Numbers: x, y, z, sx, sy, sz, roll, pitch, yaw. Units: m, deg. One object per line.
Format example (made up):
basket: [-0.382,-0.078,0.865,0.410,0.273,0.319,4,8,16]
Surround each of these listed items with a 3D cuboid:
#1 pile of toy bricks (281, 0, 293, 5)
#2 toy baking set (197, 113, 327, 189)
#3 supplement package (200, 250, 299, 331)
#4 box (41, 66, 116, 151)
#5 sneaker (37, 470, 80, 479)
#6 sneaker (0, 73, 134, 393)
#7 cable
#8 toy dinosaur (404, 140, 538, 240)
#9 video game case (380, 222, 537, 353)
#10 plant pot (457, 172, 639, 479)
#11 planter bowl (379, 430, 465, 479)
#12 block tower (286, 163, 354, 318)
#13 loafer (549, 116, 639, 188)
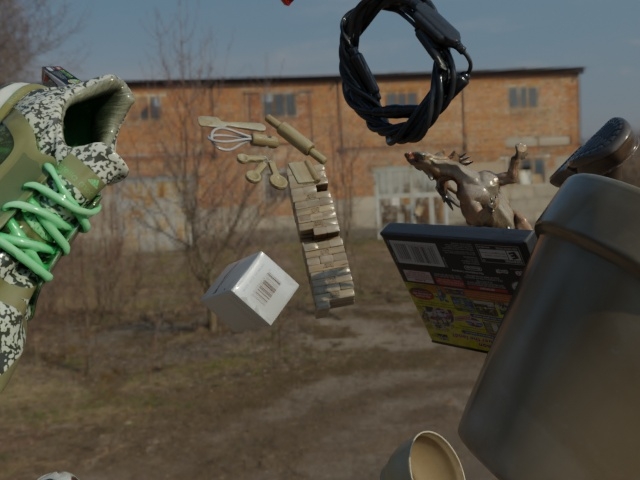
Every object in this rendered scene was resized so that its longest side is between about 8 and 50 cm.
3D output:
pile of toy bricks: [-0.011,-0.374,0.819,0.105,0.212,0.118,31,-13,44]
toy baking set: [-0.111,-0.189,1.437,0.256,0.030,0.196,42,42,19]
supplement package: [-0.143,0.105,1.454,0.105,0.105,0.179,-55,16,-26]
box: [-0.418,-0.212,1.262,0.036,0.114,0.207,-16,39,-42]
sneaker: [-0.303,0.400,0.802,0.107,0.279,0.118,7,-9,-31]
sneaker: [-0.281,-0.038,0.718,0.182,0.410,0.158,-20,-43,23]
cable: [0.082,-0.196,0.816,0.047,0.151,0.184,-8,49,-42]
toy dinosaur: [0.290,-0.057,1.315,0.127,0.296,0.200,-31,12,-23]
video game case: [0.248,0.083,1.163,0.274,0.248,0.035,5,41,47]
plant pot: [0.295,0.140,0.720,0.323,0.280,0.323,37,1,-1]
planter bowl: [0.180,0.452,1.377,0.109,0.162,0.162,-32,-16,35]
block tower: [0.000,0.000,1.656,0.097,0.336,0.091,-10,-19,-5]
loafer: [0.616,-0.160,1.596,0.134,0.130,0.366,-46,-7,0]
